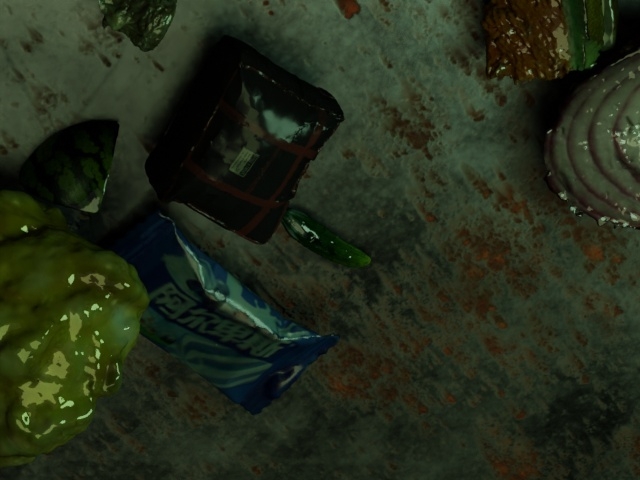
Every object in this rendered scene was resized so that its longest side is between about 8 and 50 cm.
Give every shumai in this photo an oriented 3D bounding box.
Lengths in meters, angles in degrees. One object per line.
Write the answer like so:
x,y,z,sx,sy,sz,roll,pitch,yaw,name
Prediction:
-0.213,-0.268,1.604,0.080,0.082,0.083,26,89,-25,shumai

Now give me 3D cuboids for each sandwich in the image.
0.270,-0.291,1.693,0.160,0.109,0.184,-7,112,27,sandwich

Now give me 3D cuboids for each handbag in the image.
-0.089,-0.117,1.679,0.169,0.155,0.215,21,113,-32,handbag

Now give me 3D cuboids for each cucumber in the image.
0.000,0.000,1.847,0.168,0.039,0.039,31,110,-30,cucumber

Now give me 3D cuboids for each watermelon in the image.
-0.304,-0.083,1.712,0.135,0.125,0.094,-1,160,19,watermelon

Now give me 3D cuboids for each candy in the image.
-0.151,0.097,1.843,0.331,0.077,0.187,40,114,-22,candy

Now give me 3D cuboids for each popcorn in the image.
-0.390,0.114,1.681,0.292,0.293,0.334,24,101,-22,popcorn

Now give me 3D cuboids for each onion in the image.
0.420,-0.166,1.792,0.280,0.146,0.314,-6,133,6,onion
